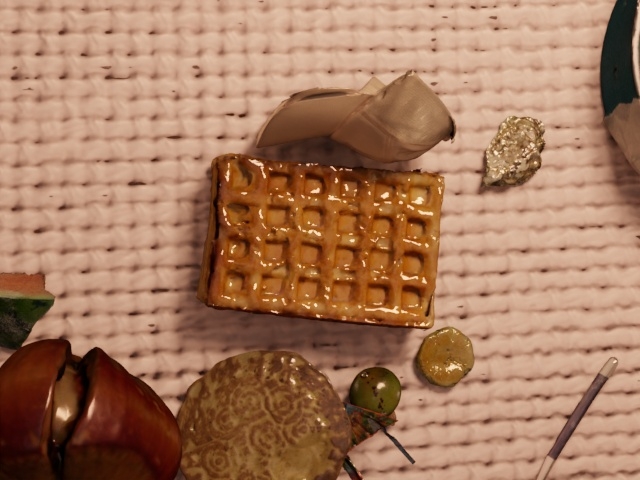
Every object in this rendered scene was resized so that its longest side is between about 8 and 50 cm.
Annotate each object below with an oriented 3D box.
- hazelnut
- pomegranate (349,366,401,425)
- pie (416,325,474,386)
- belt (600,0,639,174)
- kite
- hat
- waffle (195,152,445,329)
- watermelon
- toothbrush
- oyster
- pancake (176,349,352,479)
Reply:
[{"bbox_3d":[-0.290,0.233,1.214,0.251,0.217,0.217,21,83,-16],"label":"hazelnut"},{"bbox_3d":[0.077,0.205,1.331,0.073,0.084,0.073,-14,62,28],"label":"pomegranate"},{"bbox_3d":[0.170,0.158,1.367,0.084,0.020,0.085,1,86,-11],"label":"pie"},{"bbox_3d":[0.557,-0.276,1.380,0.300,0.173,0.437,21,80,2],"label":"belt"},{"bbox_3d":[0.020,0.268,1.305,0.183,0.010,0.160,-37,76,18],"label":"kite"},{"bbox_3d":[0.039,-0.137,1.281,0.226,0.219,0.164,-33,98,-1],"label":"hat"},{"bbox_3d":[0.000,0.000,1.319,0.307,0.091,0.213,6,85,-9],"label":"waffle"},{"bbox_3d":[-0.415,0.083,1.275,0.155,0.080,0.101,9,120,-10],"label":"watermelon"},{"bbox_3d":[0.328,0.280,1.381,0.026,0.024,0.288,34,83,9],"label":"toothbrush"},{"bbox_3d":[0.269,-0.125,1.392,0.098,0.037,0.100,-2,86,-9],"label":"oyster"},{"bbox_3d":[-0.076,0.248,1.295,0.235,0.029,0.212,2,84,6],"label":"pancake"}]
